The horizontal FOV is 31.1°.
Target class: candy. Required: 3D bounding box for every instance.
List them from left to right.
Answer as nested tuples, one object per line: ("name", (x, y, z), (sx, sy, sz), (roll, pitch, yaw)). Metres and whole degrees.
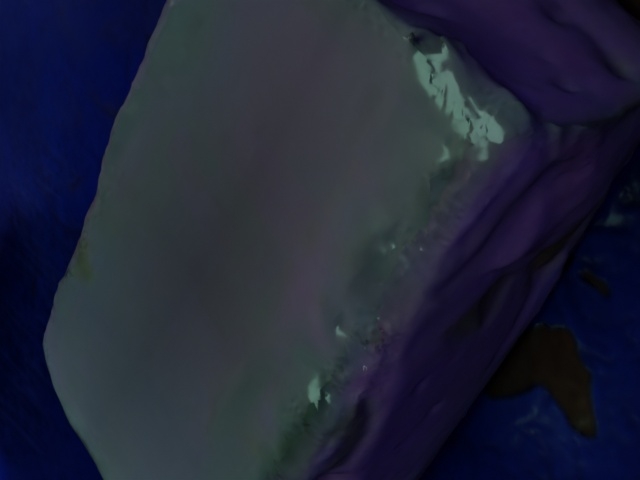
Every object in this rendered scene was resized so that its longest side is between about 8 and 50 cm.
("candy", (0.000, 0.000, 0.438), (0.155, 0.115, 0.265), (51, 132, 28))
